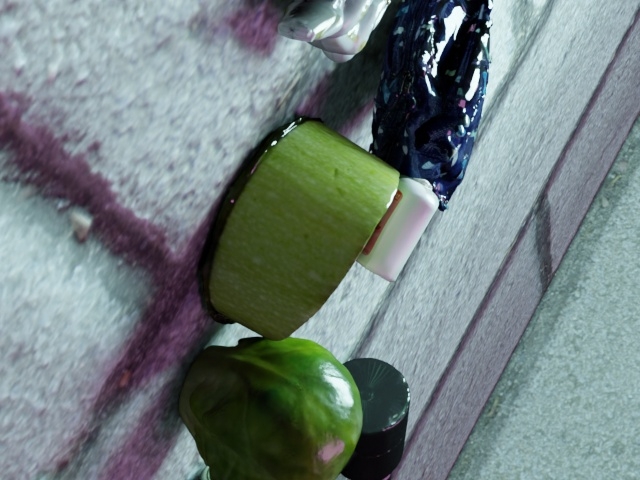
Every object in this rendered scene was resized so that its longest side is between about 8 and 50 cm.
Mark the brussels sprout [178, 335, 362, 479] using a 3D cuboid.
[{"bbox_3d":[-0.046,0.169,1.277,0.161,0.181,0.144,-58,158,20],"label":"brussels sprout"}]

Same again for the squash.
[{"bbox_3d":[-0.009,0.001,1.252,0.220,0.133,0.220,-59,168,-21],"label":"squash"}]

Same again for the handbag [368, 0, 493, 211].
[{"bbox_3d":[0.115,-0.159,1.331,0.162,0.113,0.260,103,3,-47],"label":"handbag"}]

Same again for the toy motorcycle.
[{"bbox_3d":[0.018,-0.216,1.099,0.228,0.074,0.151,-50,155,-61],"label":"toy motorcycle"}]

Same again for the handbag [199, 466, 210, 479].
[{"bbox_3d":[-0.094,0.370,1.537,0.241,0.109,0.315,-28,142,-52],"label":"handbag"}]

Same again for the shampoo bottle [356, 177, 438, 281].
[{"bbox_3d":[0.073,-0.014,1.234,0.099,0.043,0.072,-60,-165,4],"label":"shampoo bottle"}]

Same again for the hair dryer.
[{"bbox_3d":[-0.001,0.325,1.785,0.302,0.116,0.244,-42,154,-25],"label":"hair dryer"}]
